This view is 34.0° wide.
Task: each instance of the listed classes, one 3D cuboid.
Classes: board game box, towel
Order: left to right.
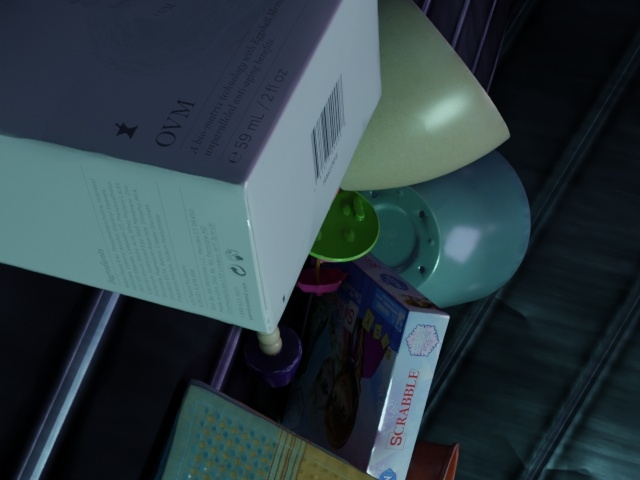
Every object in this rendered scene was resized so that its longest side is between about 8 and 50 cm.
[{"bbox_3d":[-0.041,0.355,1.170,0.040,0.370,0.272,-26,-142,54],"label":"towel"},{"bbox_3d":[0.051,0.196,1.501,0.318,0.065,0.318,-140,-119,-65],"label":"board game box"}]

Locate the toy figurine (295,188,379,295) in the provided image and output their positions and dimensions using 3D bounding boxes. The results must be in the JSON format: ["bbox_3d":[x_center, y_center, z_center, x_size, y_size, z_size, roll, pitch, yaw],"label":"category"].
[{"bbox_3d":[0.000,0.000,1.467,0.159,0.130,0.173,108,-20,-53],"label":"toy figurine"}]

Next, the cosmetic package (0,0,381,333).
[{"bbox_3d":[-0.101,-0.091,0.656,0.138,0.224,0.224,83,24,-49],"label":"cosmetic package"}]

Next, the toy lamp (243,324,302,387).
[{"bbox_3d":[-0.066,0.098,1.291,0.275,0.080,0.080,85,23,-55],"label":"toy lamp"}]

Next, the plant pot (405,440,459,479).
[{"bbox_3d":[0.080,0.449,1.828,0.272,0.265,0.273,14,90,-76],"label":"plant pot"}]

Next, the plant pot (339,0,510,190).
[{"bbox_3d":[0.059,-0.168,1.229,0.191,0.284,0.284,-41,167,5],"label":"plant pot"}]

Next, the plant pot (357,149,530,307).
[{"bbox_3d":[0.161,-0.018,1.697,0.235,0.293,0.293,-17,121,-57],"label":"plant pot"}]
